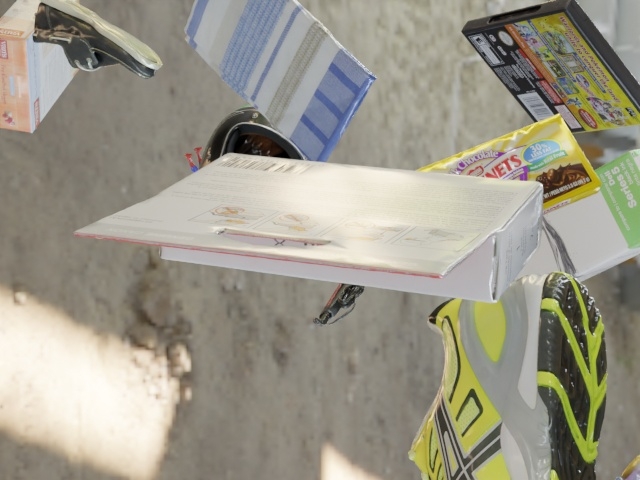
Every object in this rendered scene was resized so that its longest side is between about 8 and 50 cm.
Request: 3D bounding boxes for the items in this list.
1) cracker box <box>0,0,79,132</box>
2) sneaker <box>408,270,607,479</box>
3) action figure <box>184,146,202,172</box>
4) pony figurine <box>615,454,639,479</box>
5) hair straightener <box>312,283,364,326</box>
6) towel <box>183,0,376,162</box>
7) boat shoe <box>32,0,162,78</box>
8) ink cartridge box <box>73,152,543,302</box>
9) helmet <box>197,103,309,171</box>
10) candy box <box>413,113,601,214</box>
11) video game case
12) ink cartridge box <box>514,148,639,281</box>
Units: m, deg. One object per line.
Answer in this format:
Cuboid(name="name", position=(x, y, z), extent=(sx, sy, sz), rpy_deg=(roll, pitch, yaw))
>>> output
Cuboid(name="cracker box", position=(-0.432, -0.288, 1.942), extent=(0.232, 0.067, 0.156), rpy_deg=(-74, 171, -55))
Cuboid(name="sneaker", position=(0.156, 0.221, 1.094), extent=(0.145, 0.147, 0.385), rpy_deg=(30, 62, -48))
Cuboid(name="action figure", position=(-0.194, -0.101, 2.182), extent=(0.038, 0.030, 0.115), rpy_deg=(-39, 119, -35))
Cuboid(name="pony figurine", position=(0.498, 0.450, 1.611), extent=(0.302, 0.363, 0.351), rpy_deg=(-34, 152, -26))
Cuboid(name="hair straightener", position=(0.056, 0.073, 2.251), extent=(0.047, 0.089, 0.230), rpy_deg=(51, 48, -11))
Cuboid(name="towel", position=(-0.060, -0.249, 1.693), extent=(0.034, 0.285, 0.209), rpy_deg=(-37, 167, -37))
Cuboid(name="boat shoe", position=(-0.308, -0.265, 1.750), extent=(0.084, 0.233, 0.079), rpy_deg=(11, 107, -58))
Cuboid(name="ink cartridge box", position=(0.000, 0.000, 1.009), extent=(0.261, 0.296, 0.066), rpy_deg=(-36, 129, -60))
Cuboid(name="helmet", position=(-0.090, -0.123, 1.881), extent=(0.162, 0.169, 0.169), rpy_deg=(-54, 151, -4))
Cuboid(name="candy box", position=(0.208, -0.065, 1.466), extent=(0.027, 0.205, 0.105), rpy_deg=(91, -26, -64))
Cuboid(name="video game case", position=(0.408, -0.290, 2.185), extent=(0.275, 0.248, 0.035), rpy_deg=(46, 64, -26))
Cuboid(name="ink cartridge box", position=(0.372, -0.020, 1.718), extent=(0.198, 0.272, 0.115), rpy_deg=(-13, 75, -51))
